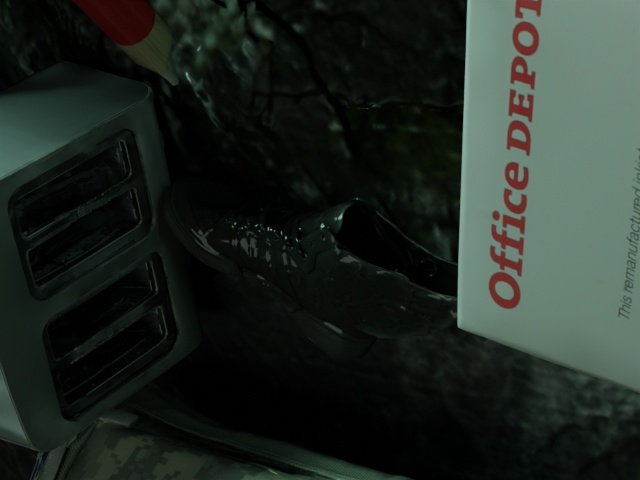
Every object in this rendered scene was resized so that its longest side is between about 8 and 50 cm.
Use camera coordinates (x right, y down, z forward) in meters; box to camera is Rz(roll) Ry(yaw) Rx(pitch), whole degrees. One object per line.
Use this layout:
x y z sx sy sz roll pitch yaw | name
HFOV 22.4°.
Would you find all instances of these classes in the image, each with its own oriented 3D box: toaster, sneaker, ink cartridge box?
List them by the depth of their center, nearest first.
0.189 -0.040 0.594 0.232 0.168 0.171 20 127 28 | ink cartridge box
-0.001 0.001 0.861 0.170 0.051 0.089 39 134 6 | sneaker
-0.162 0.008 0.896 0.110 0.185 0.168 12 123 38 | toaster

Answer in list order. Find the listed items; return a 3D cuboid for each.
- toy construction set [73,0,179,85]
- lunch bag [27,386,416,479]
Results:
-0.173 -0.173 0.797 0.309 0.257 0.237 48 -178 25 | toy construction set
-0.024 0.231 0.916 0.305 0.212 0.256 11 106 39 | lunch bag
